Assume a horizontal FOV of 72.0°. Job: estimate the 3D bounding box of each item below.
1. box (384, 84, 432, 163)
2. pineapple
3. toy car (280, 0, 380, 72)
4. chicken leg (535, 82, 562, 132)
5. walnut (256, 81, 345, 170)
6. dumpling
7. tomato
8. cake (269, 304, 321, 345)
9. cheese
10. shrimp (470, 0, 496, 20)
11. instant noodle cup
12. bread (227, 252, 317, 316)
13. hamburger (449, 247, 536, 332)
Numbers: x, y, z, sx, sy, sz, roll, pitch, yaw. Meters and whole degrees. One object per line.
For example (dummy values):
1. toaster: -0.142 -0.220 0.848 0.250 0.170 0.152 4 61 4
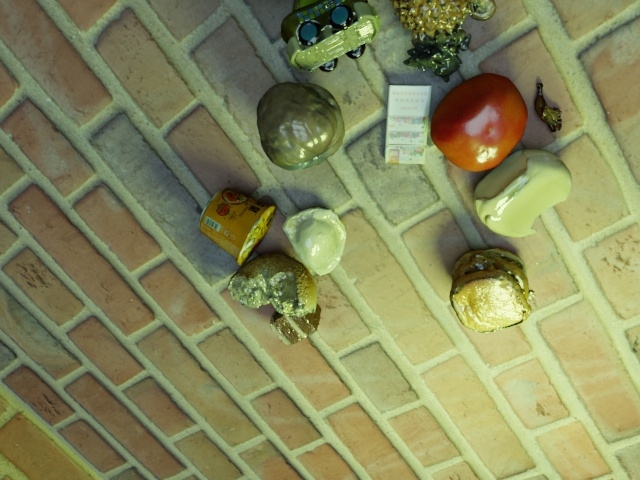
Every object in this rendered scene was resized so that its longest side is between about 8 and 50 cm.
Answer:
1. box: 0.252 -0.336 1.282 0.122 0.032 0.220 2 113 6
2. pineapple: 0.286 -0.558 1.107 0.223 0.222 0.357 -9 122 11
3. toy car: 0.010 -0.580 1.151 0.248 0.204 0.198 -23 85 14
4. chicken leg: 0.627 -0.364 1.220 0.062 0.037 0.145 -42 104 -2
5. walnut: -0.059 -0.318 1.214 0.249 0.248 0.248 3 113 6
6. dumpling: 0.000 0.000 1.415 0.179 0.131 0.252 -34 116 -5
7. tomato: 0.434 -0.312 1.190 0.260 0.180 0.259 3 116 5
8. cake: -0.089 0.267 1.531 0.147 0.135 0.134 -29 107 23
9. cheese: 0.576 -0.133 1.258 0.233 0.127 0.266 25 122 -34
10. shrimp: 0.406 -0.615 1.151 0.108 0.023 0.059 26 122 -3
11. instant noodle cup: -0.266 -0.055 1.385 0.172 0.216 0.215 30 113 4
12. bread: -0.133 0.128 1.429 0.314 0.192 0.171 12 133 31
13. hamburger: 0.529 0.159 1.357 0.261 0.211 0.244 12 121 8
